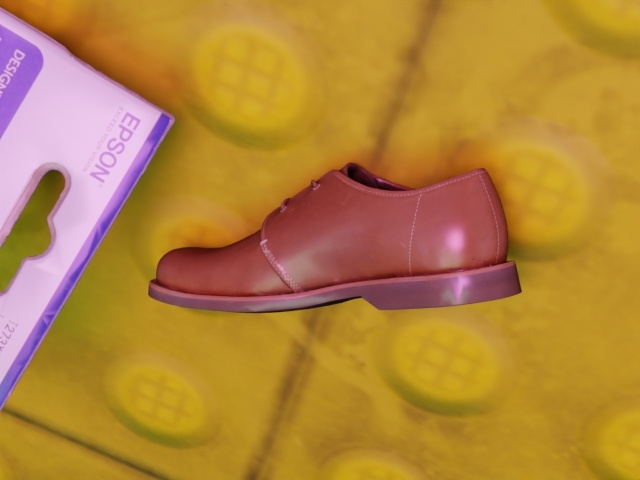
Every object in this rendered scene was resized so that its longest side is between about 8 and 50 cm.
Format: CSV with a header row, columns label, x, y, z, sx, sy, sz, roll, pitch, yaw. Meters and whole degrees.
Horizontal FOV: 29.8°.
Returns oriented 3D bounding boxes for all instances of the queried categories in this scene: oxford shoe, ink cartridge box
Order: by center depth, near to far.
label,x,y,z,sx,sy,sz,roll,pitch,yaw
ink cartridge box,-0.273,-0.083,0.602,0.371,0.069,0.176,31,92,-1
oxford shoe,0.000,0.000,0.629,0.212,0.076,0.076,-7,93,28
